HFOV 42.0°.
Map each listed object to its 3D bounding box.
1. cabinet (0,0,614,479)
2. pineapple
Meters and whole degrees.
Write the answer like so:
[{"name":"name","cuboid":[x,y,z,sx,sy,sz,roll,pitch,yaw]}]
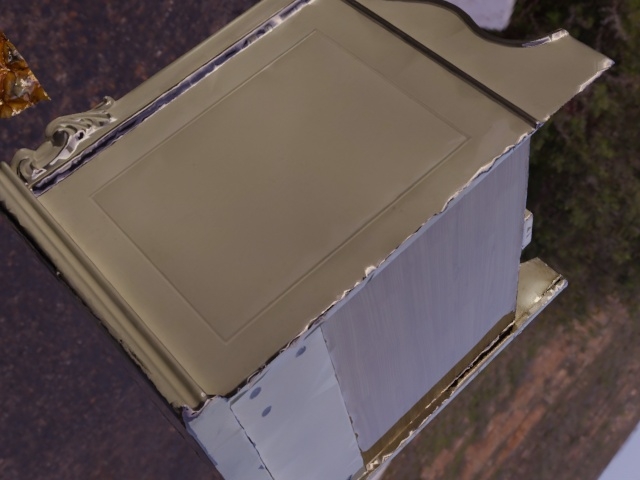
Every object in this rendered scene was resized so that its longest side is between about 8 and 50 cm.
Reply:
[{"name":"cabinet","cuboid":[0.000,0.000,0.589,0.318,0.227,0.290,-40,148,-16]},{"name":"pineapple","cuboid":[-0.471,-0.219,1.072,0.164,0.250,0.140,-33,123,-12]}]
